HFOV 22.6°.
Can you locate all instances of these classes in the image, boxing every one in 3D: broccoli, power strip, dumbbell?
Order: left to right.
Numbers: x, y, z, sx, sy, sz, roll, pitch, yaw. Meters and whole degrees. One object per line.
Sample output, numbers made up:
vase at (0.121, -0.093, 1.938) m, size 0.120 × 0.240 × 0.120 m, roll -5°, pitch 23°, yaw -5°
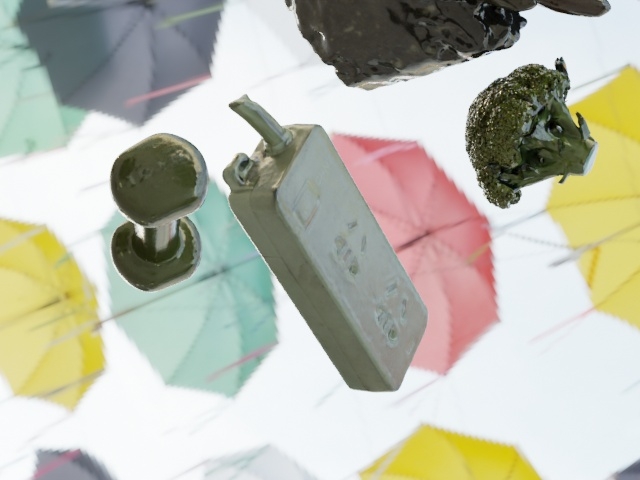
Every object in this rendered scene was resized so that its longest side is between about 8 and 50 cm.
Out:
dumbbell at (-0.086, -0.013, 0.845) m, size 0.046 × 0.052 × 0.118 m, roll 59°, pitch -16°, yaw 16°
power strip at (0.000, 0.000, 1.264) m, size 0.053 × 0.093 × 0.288 m, roll 1°, pitch -42°, yaw 35°
broccoli at (0.188, -0.093, 1.439) m, size 0.120 × 0.131 × 0.130 m, roll 25°, pitch -63°, yaw 20°

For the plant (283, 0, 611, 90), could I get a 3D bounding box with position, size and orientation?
plant at (0.119, -0.259, 1.346) m, size 0.320 × 0.182 × 0.194 m, roll -26°, pitch -53°, yaw 37°
